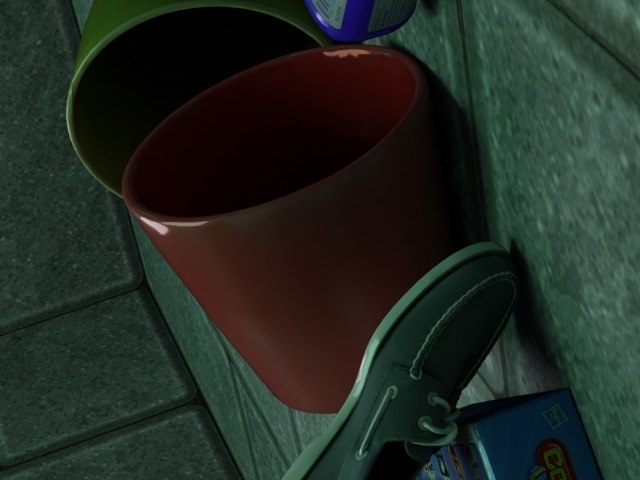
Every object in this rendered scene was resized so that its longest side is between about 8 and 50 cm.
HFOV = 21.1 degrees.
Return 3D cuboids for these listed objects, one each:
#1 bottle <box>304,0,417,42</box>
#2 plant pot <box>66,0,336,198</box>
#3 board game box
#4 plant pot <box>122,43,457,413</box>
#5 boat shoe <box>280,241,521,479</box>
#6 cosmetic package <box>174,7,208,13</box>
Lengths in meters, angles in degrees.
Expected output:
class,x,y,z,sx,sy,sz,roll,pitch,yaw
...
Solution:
class,x,y,z,sx,sy,sz,roll,pitch,yaw
bottle,0.038,-0.252,1.273,0.283,0.092,0.118,104,147,-70
plant pot,-0.120,-0.222,1.746,0.275,0.275,0.293,83,179,-46
board game box,0.183,0.289,1.483,0.308,0.086,0.302,142,108,-78
plant pot,0.000,0.000,1.502,0.243,0.275,0.275,66,172,-29
boat shoe,0.074,0.150,1.379,0.116,0.319,0.099,29,-172,-48
cosmetic package,-0.143,-0.296,2.010,0.231,0.117,0.085,-121,16,-51
